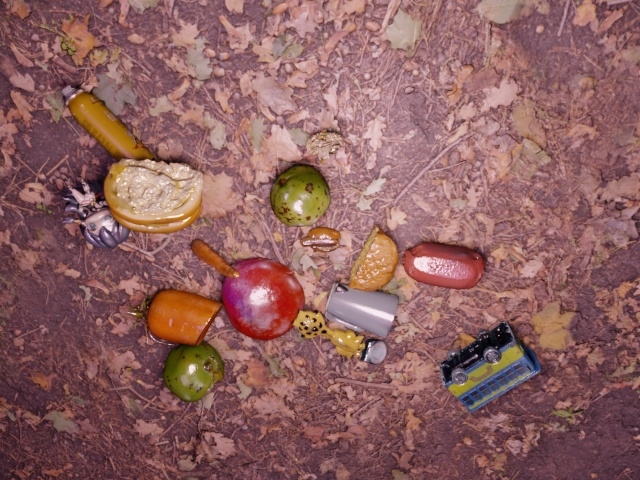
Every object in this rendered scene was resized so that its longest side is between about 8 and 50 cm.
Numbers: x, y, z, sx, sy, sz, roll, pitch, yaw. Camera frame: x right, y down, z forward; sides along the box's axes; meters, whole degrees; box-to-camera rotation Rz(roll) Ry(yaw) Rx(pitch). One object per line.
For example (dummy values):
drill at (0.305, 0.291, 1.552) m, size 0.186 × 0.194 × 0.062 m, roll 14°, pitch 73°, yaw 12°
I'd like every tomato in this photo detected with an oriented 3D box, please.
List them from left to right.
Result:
tomato at (-0.217, 0.221, 1.738) m, size 0.290 × 0.176 × 0.334 m, roll -22°, pitch 106°, yaw 11°

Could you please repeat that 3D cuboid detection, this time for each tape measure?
tape measure at (0.166, 0.428, 1.847) m, size 0.107 × 0.104 × 0.180 m, roll 22°, pitch 155°, yaw -33°

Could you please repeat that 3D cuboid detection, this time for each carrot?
carrot at (-0.540, 0.288, 1.787) m, size 0.331 × 0.193 × 0.214 m, roll 15°, pitch 116°, yaw 4°
carrot at (-0.379, 0.073, 1.713) m, size 0.248 × 0.059 × 0.059 m, roll 34°, pitch 114°, yaw 24°

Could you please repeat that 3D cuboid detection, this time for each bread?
bread at (-0.553, -0.122, 1.591) m, size 0.316 × 0.211 × 0.270 m, roll 6°, pitch 154°, yaw -18°
bread at (0.195, 0.072, 1.657) m, size 0.140 × 0.143 × 0.229 m, roll 20°, pitch 116°, yaw -13°

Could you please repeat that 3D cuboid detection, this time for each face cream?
face cream at (-0.721, -0.377, 1.603) m, size 0.105 × 0.105 × 0.348 m, roll -40°, pitch 101°, yaw 19°

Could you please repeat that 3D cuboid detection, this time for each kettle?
kettle at (0.142, 0.256, 1.740) m, size 0.243 × 0.160 × 0.210 m, roll 18°, pitch 140°, yaw 7°

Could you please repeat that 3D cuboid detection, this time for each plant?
plant at (0.017, -0.295, 1.558) m, size 0.117 × 0.104 × 0.122 m, roll 18°, pitch 139°, yaw 22°

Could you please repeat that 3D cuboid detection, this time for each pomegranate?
pomegranate at (-0.516, 0.521, 1.877) m, size 0.236 × 0.236 × 0.302 m, roll 42°, pitch 136°, yaw -10°
pomegranate at (-0.049, -0.131, 1.586) m, size 0.214 × 0.214 × 0.248 m, roll -33°, pitch 140°, yaw 17°

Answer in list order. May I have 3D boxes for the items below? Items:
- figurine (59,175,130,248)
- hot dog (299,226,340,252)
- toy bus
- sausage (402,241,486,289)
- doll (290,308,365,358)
figurine at (-0.776, -0.101, 1.669) m, size 0.175 × 0.197 × 0.264 m, roll -11°, pitch 100°, yaw 13°
hot dog at (0.001, -0.002, 1.686) m, size 0.140 × 0.060 × 0.089 m, roll 11°, pitch 107°, yaw 6°
toy bus at (0.609, 0.459, 1.742) m, size 0.312 × 0.152 × 0.190 m, roll -41°, pitch 101°, yaw 19°
sausage at (0.420, 0.086, 1.623) m, size 0.280 × 0.152 × 0.152 m, roll 9°, pitch 112°, yaw 6°
doll at (0.032, 0.340, 1.747) m, size 0.291 × 0.086 × 0.117 m, roll 28°, pitch 103°, yaw -12°
